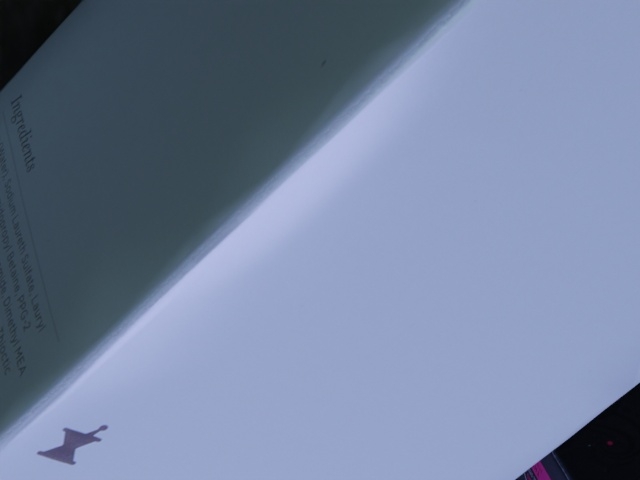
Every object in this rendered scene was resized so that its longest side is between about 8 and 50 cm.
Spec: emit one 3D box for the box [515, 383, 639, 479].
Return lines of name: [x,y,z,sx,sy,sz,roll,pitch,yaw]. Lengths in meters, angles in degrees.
box: [0.300,0.198,0.950,0.270,0.165,0.143,-10,127,-13]

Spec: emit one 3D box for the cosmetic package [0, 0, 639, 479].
cosmetic package: [0.000,0.000,0.475,0.385,0.156,0.217,-43,135,21]
